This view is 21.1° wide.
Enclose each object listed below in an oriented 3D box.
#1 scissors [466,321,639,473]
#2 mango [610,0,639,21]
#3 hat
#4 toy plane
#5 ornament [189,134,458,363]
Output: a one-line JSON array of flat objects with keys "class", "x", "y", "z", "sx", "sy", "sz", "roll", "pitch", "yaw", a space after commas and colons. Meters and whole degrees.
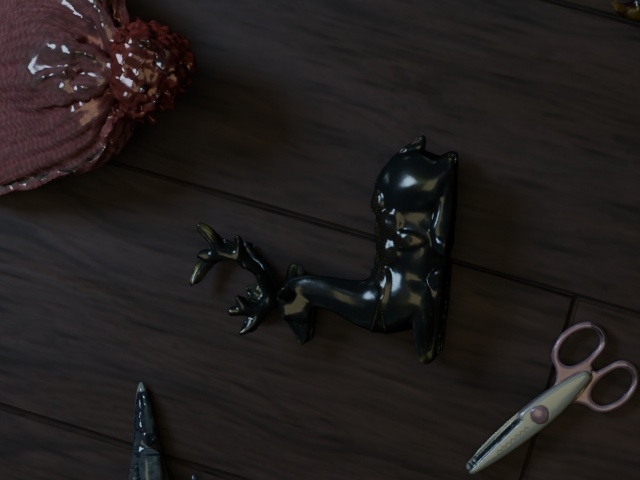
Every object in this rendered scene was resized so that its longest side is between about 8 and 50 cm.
[{"class": "scissors", "x": 0.201, "y": 0.152, "z": 1.550, "sx": 0.176, "sy": 0.022, "sz": 0.085, "roll": -39, "pitch": 90, "yaw": 3}, {"class": "mango", "x": 0.394, "y": -0.259, "z": 1.471, "sx": 0.317, "sy": 0.119, "sz": 0.176, "roll": -17, "pitch": 87, "yaw": -2}, {"class": "hat", "x": -0.232, "y": -0.151, "z": 1.546, "sx": 0.286, "sy": 0.107, "sz": 0.236, "roll": 1, "pitch": 93, "yaw": 31}, {"class": "toy plane", "x": -0.153, "y": 0.249, "z": 1.568, "sx": 0.160, "sy": 0.082, "sz": 0.234, "roll": -2, "pitch": 93, "yaw": -20}, {"class": "ornament", "x": 0.000, "y": 0.000, "z": 1.539, "sx": 0.236, "sy": 0.080, "sz": 0.202, "roll": 5, "pitch": 96, "yaw": 7}]
